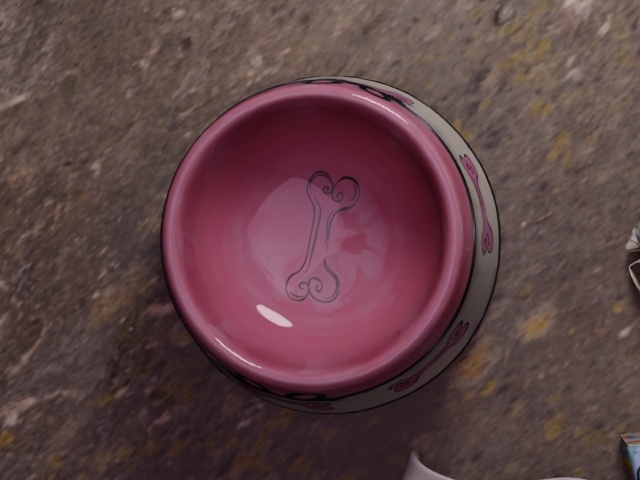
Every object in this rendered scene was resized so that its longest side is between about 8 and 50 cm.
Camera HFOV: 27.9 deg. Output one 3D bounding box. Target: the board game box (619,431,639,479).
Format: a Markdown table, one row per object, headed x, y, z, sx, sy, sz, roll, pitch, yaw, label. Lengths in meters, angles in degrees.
| x | y | z | sx | sy | sz | roll | pitch | yaw | label |
| --- | --- | --- | --- | --- | --- | --- | --- | --- | --- |
| 0.427 | 0.337 | 1.391 | 0.144 | 0.142 | 0.275 | -13 | 85 | 9 | board game box |

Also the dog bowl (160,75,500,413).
| x | y | z | sx | sy | sz | roll | pitch | yaw | label |
| --- | --- | --- | --- | --- | --- | --- | --- | --- | --- |
| 0.000 | 0.000 | 1.479 | 0.408 | 0.150 | 0.408 | -1 | 86 | 10 | dog bowl |

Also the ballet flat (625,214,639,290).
| x | y | z | sx | sy | sz | roll | pitch | yaw | label |
| --- | --- | --- | --- | --- | --- | --- | --- | --- | --- |
| 0.370 | 0.018 | 1.474 | 0.041 | 0.041 | 0.114 | -10 | 84 | 9 | ballet flat |

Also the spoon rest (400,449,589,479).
| x | y | z | sx | sy | sz | roll | pitch | yaw | label |
| --- | --- | --- | --- | --- | --- | --- | --- | --- | --- |
| 0.219 | 0.314 | 1.457 | 0.276 | 0.084 | 0.137 | 18 | 90 | 11 | spoon rest |
